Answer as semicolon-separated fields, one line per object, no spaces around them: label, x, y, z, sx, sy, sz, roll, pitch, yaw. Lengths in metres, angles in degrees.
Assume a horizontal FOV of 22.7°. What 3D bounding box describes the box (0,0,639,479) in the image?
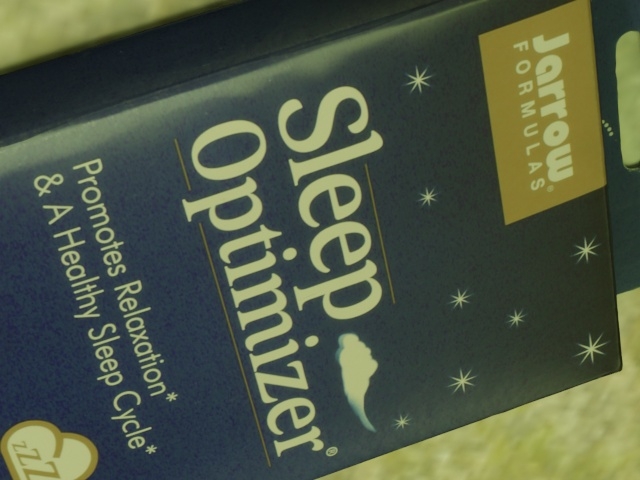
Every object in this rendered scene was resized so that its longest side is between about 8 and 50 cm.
box;0.000;0.000;0.413;0.225;0.036;0.136;-20;128;-8
